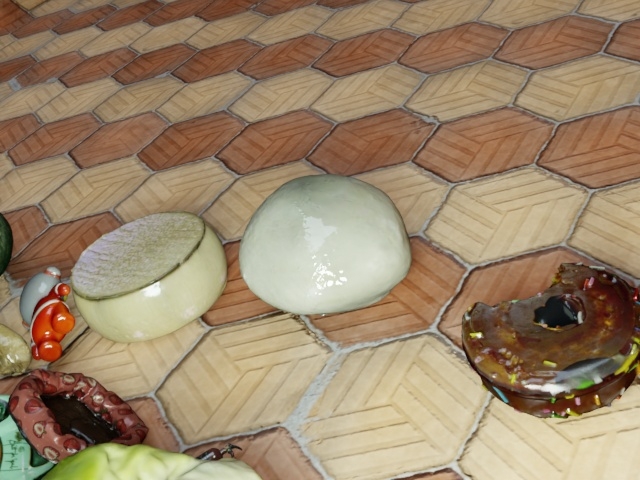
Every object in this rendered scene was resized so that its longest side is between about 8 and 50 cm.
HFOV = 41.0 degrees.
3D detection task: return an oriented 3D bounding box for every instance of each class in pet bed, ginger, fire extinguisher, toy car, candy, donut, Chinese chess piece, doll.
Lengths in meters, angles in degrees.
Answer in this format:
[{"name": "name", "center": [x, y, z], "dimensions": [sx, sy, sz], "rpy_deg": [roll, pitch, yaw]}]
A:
[{"name": "pet bed", "center": [-0.328, 0.242, 1.160], "dimensions": [0.054, 0.201, 0.201], "rpy_deg": [-59, 34, 8]}, {"name": "ginger", "center": [-0.633, 0.129, 1.481], "dimensions": [0.148, 0.334, 0.081], "rpy_deg": [-49, -12, 25]}, {"name": "fire extinguisher", "center": [-0.147, 0.297, 1.110], "dimensions": [0.100, 0.032, 0.046], "rpy_deg": [-30, 22, -7]}, {"name": "toy car", "center": [-0.394, 0.323, 1.113], "dimensions": [0.125, 0.136, 0.306], "rpy_deg": [-6, 28, -20]}, {"name": "candy", "center": [0.000, 0.000, 1.346], "dimensions": [0.295, 0.185, 0.295], "rpy_deg": [-11, 28, 6]}, {"name": "donut", "center": [0.300, 0.130, 1.068], "dimensions": [0.230, 0.096, 0.216], "rpy_deg": [-29, 35, -16]}, {"name": "Chinese chess piece", "center": [-0.295, 0.057, 1.481], "dimensions": [0.269, 0.112, 0.270], "rpy_deg": [-14, 31, 9]}, {"name": "doll", "center": [-0.479, 0.121, 1.495], "dimensions": [0.142, 0.076, 0.245], "rpy_deg": [-63, 30, 6]}]

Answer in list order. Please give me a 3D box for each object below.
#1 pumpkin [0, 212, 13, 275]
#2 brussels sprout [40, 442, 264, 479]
[{"name": "pumpkin", "center": [-0.759, -0.013, 1.676], "dimensions": [0.300, 0.207, 0.300], "rpy_deg": [17, 2, -1]}, {"name": "brussels sprout", "center": [-0.188, 0.334, 0.873], "dimensions": [0.273, 0.243, 0.317], "rpy_deg": [10, 38, 28]}]
